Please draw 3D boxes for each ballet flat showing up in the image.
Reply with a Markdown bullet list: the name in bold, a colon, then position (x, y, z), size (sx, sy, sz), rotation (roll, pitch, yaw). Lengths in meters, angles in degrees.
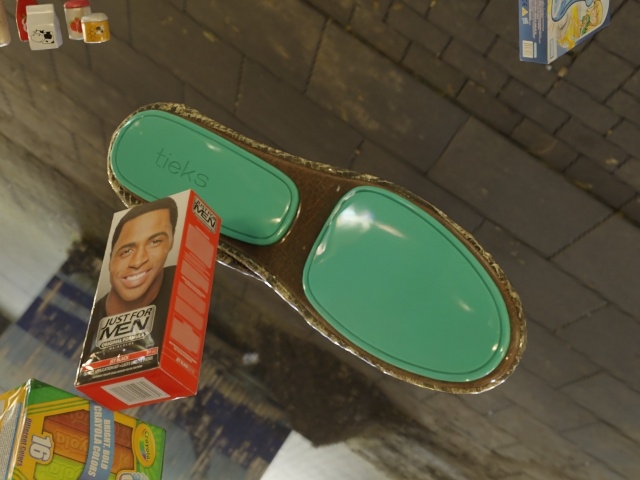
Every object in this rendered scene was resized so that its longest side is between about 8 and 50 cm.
- **ballet flat**: position (0.000, 0.000, 0.939), size (0.483, 0.164, 0.182), rotation (28, 178, 21)

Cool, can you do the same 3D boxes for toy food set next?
- **toy food set**: position (-0.437, -0.349, 1.374), size (0.111, 0.232, 0.104), rotation (-98, 3, -68)

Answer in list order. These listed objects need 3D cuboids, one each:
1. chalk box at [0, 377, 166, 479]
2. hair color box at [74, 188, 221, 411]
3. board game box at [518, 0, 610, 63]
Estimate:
- **chalk box**: position (-0.329, 0.335, 1.226), size (0.179, 0.180, 0.289), rotation (-28, 137, 33)
- **hair color box**: position (-0.114, 0.039, 0.620), size (0.072, 0.141, 0.043), rotation (-16, 139, 24)
- **board game box**: position (0.245, -0.294, 0.904), size (0.035, 0.136, 0.201), rotation (18, 130, 38)
